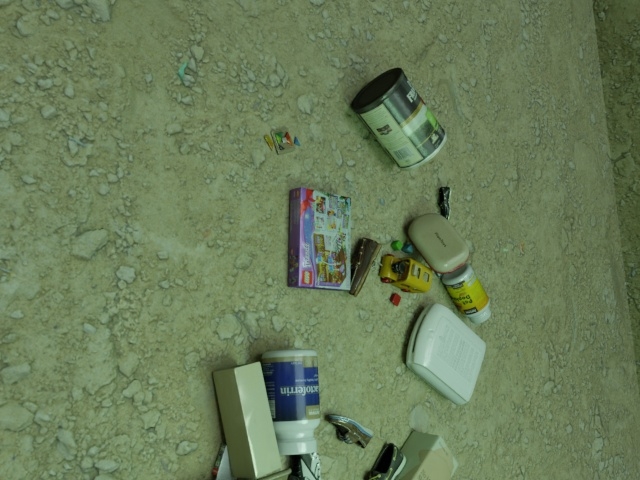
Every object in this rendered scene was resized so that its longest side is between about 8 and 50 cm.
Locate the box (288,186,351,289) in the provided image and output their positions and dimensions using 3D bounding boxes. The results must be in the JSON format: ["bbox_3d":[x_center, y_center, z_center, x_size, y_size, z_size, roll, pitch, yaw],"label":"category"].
[{"bbox_3d":[0.000,0.000,1.804,0.201,0.057,0.293,9,78,-39],"label":"box"}]

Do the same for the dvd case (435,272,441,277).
[{"bbox_3d":[0.422,0.063,2.176,0.087,0.013,0.119,-46,113,-35],"label":"dvd case"}]

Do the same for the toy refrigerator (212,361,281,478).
[{"bbox_3d":[-0.185,0.454,1.531,0.094,0.102,0.269,-6,80,-44],"label":"toy refrigerator"}]

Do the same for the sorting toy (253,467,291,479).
[{"bbox_3d":[-0.225,0.671,1.464,0.307,0.041,0.229,-3,122,-40],"label":"sorting toy"}]

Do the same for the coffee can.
[{"bbox_3d":[0.261,-0.398,1.987,0.275,0.201,0.201,48,57,-25],"label":"coffee can"}]

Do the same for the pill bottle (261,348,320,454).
[{"bbox_3d":[-0.078,0.427,1.601,0.153,0.153,0.265,7,74,-39],"label":"pill bottle"}]

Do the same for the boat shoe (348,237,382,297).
[{"bbox_3d":[0.125,0.082,1.896,0.073,0.073,0.207,24,59,6],"label":"boat shoe"}]

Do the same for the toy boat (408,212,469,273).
[{"bbox_3d":[0.400,0.021,2.074,0.151,0.151,0.231,-29,66,-11],"label":"toy boat"}]

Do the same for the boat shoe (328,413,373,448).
[{"bbox_3d":[0.089,0.572,1.790,0.183,0.066,0.066,35,64,-31],"label":"boat shoe"}]

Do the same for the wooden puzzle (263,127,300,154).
[{"bbox_3d":[-0.110,-0.295,1.783,0.116,0.014,0.078,-31,103,-39],"label":"wooden puzzle"}]

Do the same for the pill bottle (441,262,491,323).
[{"bbox_3d":[0.537,0.195,2.185,0.117,0.117,0.215,-46,112,-34],"label":"pill bottle"}]

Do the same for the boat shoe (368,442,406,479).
[{"bbox_3d":[0.182,0.726,1.841,0.069,0.081,0.228,56,47,-15],"label":"boat shoe"}]

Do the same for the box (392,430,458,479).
[{"bbox_3d":[0.291,0.771,1.893,0.311,0.121,0.148,-46,112,-34],"label":"box"}]

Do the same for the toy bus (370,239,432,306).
[{"bbox_3d":[0.282,0.104,1.994,0.202,0.104,0.191,-32,104,-38],"label":"toy bus"}]

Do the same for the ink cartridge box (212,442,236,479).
[{"bbox_3d":[-0.241,0.585,1.537,0.063,0.029,0.115,30,66,-33],"label":"ink cartridge box"}]

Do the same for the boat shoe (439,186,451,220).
[{"bbox_3d":[0.456,-0.133,2.217,0.042,0.049,0.133,2,89,-12],"label":"boat shoe"}]

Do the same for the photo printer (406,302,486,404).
[{"bbox_3d":[0.427,0.383,2.072,0.307,0.107,0.256,41,60,-28],"label":"photo printer"}]

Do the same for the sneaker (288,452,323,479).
[{"bbox_3d":[-0.049,0.650,1.656,0.106,0.078,0.234,-25,102,-42],"label":"sneaker"}]
